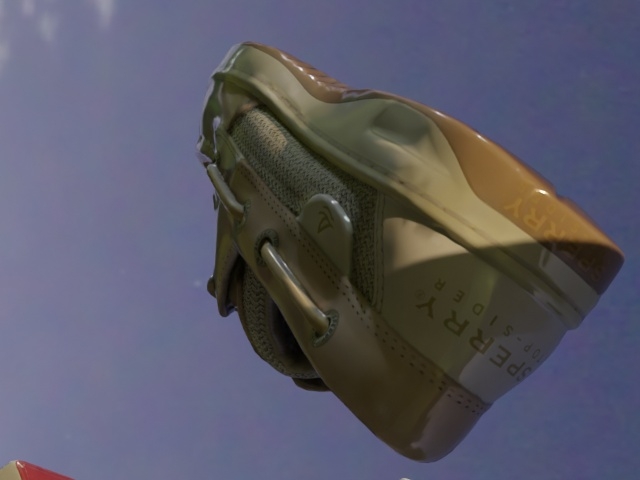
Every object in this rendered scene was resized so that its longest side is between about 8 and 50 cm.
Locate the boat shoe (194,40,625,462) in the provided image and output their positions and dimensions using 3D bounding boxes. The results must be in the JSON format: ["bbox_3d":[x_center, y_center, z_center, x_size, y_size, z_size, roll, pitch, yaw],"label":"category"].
[{"bbox_3d":[0.000,0.000,0.589,0.098,0.109,0.302,-55,-159,-1],"label":"boat shoe"}]

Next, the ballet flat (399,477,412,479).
[{"bbox_3d":[0.028,0.186,0.948,0.083,0.247,0.087,-87,168,-73],"label":"ballet flat"}]

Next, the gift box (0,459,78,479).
[{"bbox_3d":[-0.199,0.338,1.110,0.258,0.276,0.255,-33,-126,11],"label":"gift box"}]
